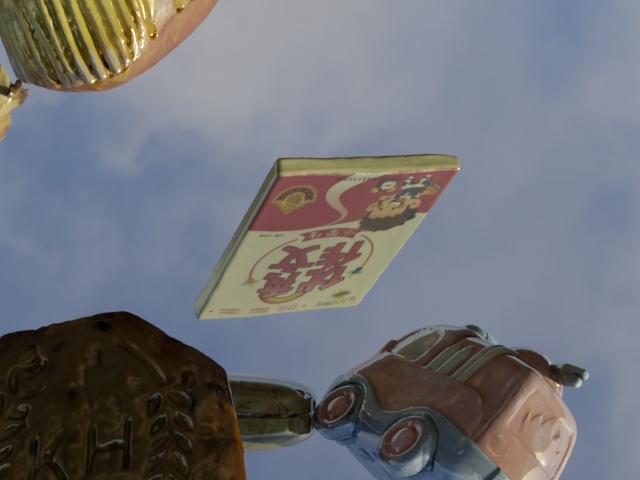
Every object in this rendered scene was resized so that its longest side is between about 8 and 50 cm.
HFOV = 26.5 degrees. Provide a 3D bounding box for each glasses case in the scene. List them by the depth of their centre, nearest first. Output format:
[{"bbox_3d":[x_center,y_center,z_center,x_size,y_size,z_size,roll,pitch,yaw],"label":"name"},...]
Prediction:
[{"bbox_3d":[-0.217,0.203,1.617,0.425,0.098,0.156,1,174,3],"label":"glasses case"}]

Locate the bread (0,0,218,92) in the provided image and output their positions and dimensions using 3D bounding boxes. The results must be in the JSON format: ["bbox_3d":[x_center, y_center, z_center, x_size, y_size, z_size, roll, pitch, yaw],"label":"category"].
[{"bbox_3d":[-0.220,-0.274,1.479,0.204,0.156,0.288,7,-140,34],"label":"bread"}]

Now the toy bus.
[{"bbox_3d":[0.156,0.205,1.545,0.232,0.197,0.294,-48,-153,-15],"label":"toy bus"}]

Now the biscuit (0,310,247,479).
[{"bbox_3d":[-0.252,0.234,1.434,0.359,0.046,0.359,-1,-119,2],"label":"biscuit"}]

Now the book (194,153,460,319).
[{"bbox_3d":[0.000,0.000,1.141,0.162,0.232,0.022,-2,-121,-25],"label":"book"}]

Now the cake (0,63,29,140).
[{"bbox_3d":[-0.606,-0.156,1.753,0.307,0.293,0.314,43,-126,2],"label":"cake"}]
